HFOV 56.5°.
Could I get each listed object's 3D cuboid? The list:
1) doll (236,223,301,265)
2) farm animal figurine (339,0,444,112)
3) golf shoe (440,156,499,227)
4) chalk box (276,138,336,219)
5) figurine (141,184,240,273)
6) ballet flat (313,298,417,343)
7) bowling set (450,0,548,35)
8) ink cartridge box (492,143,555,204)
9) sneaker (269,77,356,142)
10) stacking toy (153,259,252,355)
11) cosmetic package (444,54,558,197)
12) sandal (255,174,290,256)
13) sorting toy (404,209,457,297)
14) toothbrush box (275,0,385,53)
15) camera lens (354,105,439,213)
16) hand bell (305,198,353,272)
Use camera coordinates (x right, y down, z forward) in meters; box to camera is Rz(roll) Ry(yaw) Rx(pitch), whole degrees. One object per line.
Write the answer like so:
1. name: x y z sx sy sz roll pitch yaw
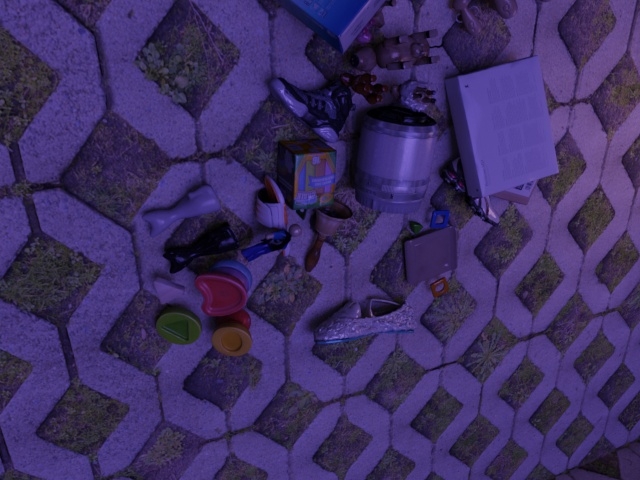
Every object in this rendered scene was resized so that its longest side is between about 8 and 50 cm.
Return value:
1. doll: -0.139 0.007 1.674 0.189 0.046 0.129 -26 157 -1
2. farm animal figurine: 0.170 -0.526 1.603 0.327 0.172 0.330 0 100 -29
3. golf shoe: 0.520 -0.159 1.956 0.120 0.105 0.273 -42 106 4
4. chalk box: -0.042 -0.167 1.693 0.132 0.132 0.212 -9 119 -23
5. figurine: -0.357 -0.030 1.630 0.210 0.092 0.214 -27 122 -9
6. ballet flat: 0.148 0.266 2.028 0.409 0.147 0.146 -1 114 -30
7. bowling set: 0.517 -0.738 1.702 0.287 0.199 0.154 -19 128 33
8. ink cartridge box: 0.666 -0.255 2.041 0.193 0.088 0.234 9 110 -32
9. sneaker: -0.014 -0.392 1.618 0.269 0.101 0.153 35 95 -41
10. stacking toy: -0.330 0.179 1.739 0.280 0.130 0.308 5 126 1
11. cosmetic package: 0.567 -0.353 1.858 0.285 0.097 0.377 -18 102 -15
12. sandal: -0.143 -0.056 1.714 0.076 0.102 0.265 -20 124 -19
13. sorting toy: 0.380 0.048 2.071 0.196 0.047 0.347 -17 120 -14
14. toothbrush box: 0.002 -0.625 1.397 0.296 0.126 0.216 39 93 5
15. camera lens: 0.216 -0.240 1.735 0.220 0.219 0.274 -5 116 -25
16. hand bell: 0.000 0.000 1.829 0.126 0.126 0.242 4 123 -29
